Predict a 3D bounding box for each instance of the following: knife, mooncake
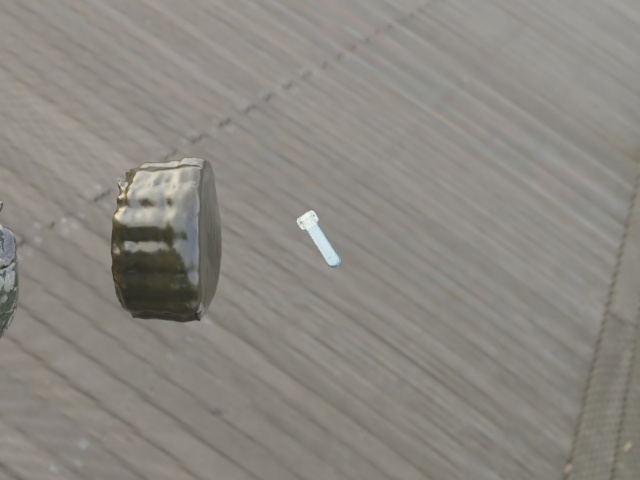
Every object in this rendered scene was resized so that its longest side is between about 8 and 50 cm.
[{"bbox_3d":[0.000,0.000,1.693,0.096,0.027,0.010,58,1,35],"label":"knife"},{"bbox_3d":[-0.205,-0.002,1.777,0.124,0.228,0.228,0,24,6],"label":"mooncake"}]

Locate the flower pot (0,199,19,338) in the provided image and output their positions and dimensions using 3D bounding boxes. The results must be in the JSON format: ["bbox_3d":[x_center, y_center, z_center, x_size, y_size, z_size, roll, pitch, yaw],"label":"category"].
[{"bbox_3d":[-0.616,0.051,2.054,0.302,0.302,0.213,38,23,12],"label":"flower pot"}]
